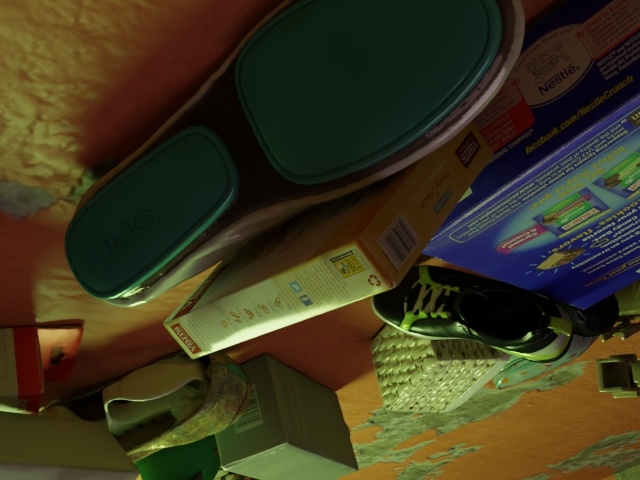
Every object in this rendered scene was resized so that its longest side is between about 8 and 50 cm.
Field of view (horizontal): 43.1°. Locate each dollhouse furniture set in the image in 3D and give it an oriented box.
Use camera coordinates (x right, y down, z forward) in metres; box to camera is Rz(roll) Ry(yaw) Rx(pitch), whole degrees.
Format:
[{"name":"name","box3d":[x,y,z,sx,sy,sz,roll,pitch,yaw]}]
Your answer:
[{"name":"dollhouse furniture set","box3d":[0.459,0.118,1.043,0.101,0.161,0.181,12,162,-40]}]

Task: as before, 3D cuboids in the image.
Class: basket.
[{"name":"basket","box3d":[0.144,0.137,1.021,0.103,0.113,0.167,2,145,-23]}]

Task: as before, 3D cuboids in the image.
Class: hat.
[{"name":"hat","box3d":[-0.200,0.391,1.190,0.208,0.184,0.173,-2,147,-25]}]

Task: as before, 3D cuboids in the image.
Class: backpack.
[{"name":"backpack","box3d":[0.277,0.113,1.044,0.151,0.115,0.182,11,143,-43]}]

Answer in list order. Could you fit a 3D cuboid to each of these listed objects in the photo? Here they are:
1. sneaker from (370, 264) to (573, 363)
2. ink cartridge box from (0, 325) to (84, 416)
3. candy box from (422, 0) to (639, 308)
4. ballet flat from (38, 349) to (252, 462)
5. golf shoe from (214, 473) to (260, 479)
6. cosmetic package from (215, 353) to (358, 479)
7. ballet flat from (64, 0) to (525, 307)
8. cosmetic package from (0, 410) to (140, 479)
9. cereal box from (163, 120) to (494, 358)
[{"name":"sneaker","box3d":[0.151,0.063,0.850,0.234,0.084,0.097,9,163,32]},{"name":"ink cartridge box","box3d":[-0.361,0.155,0.823,0.230,0.078,0.134,-2,147,-26]},{"name":"candy box","box3d":[0.255,-0.068,0.725,0.268,0.122,0.317,-36,144,29]},{"name":"ballet flat","box3d":[-0.253,0.214,0.946,0.348,0.123,0.123,-22,150,-1]},{"name":"golf shoe","box3d":[-0.146,0.451,1.452,0.085,0.068,0.186,7,153,12]},{"name":"cosmetic package","box3d":[-0.046,0.254,1.103,0.107,0.127,0.238,-24,147,12]},{"name":"ballet flat","box3d":[-0.026,-0.073,0.593,0.400,0.139,0.139,-31,148,29]},{"name":"cosmetic package","box3d":[-0.387,0.336,0.763,0.377,0.097,0.284,-57,146,4]},{"name":"cereal box","box3d":[0.000,0.000,0.622,0.240,0.047,0.173,-24,-161,45]}]
